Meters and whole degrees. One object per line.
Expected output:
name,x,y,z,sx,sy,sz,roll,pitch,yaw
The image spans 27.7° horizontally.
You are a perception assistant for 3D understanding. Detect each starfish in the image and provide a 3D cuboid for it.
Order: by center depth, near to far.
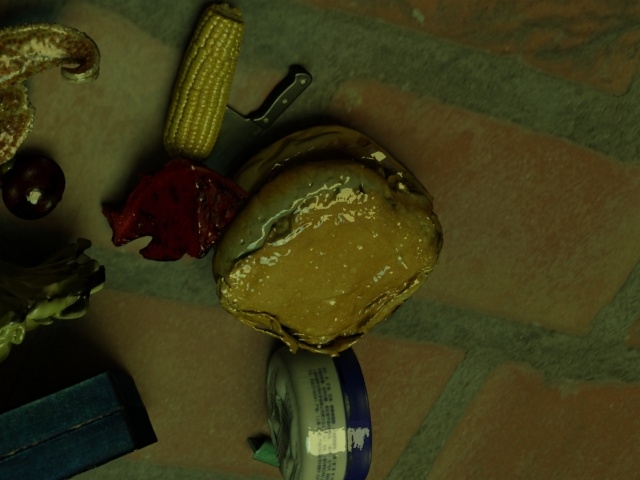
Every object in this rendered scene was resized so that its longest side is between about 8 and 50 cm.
starfish,-0.401,-0.186,1.363,0.303,0.113,0.312,10,137,-33

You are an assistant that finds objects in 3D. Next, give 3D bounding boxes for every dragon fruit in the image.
dragon fruit,-0.178,-0.026,1.580,0.192,0.122,0.092,-19,175,38

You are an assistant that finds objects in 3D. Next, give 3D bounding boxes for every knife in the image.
knife,-0.112,-0.133,1.606,0.245,0.019,0.072,-44,128,15

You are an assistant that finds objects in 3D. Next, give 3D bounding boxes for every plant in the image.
plant,-0.379,0.056,1.509,0.261,0.297,0.306,-18,168,-15

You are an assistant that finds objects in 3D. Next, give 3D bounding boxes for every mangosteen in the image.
mangosteen,-0.340,-0.064,1.523,0.081,0.081,0.081,-11,129,-15

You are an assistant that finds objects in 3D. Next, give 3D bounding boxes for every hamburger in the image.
hamburger,0.000,0.000,1.660,0.319,0.158,0.318,-12,129,-15

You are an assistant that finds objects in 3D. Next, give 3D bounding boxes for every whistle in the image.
whistle,-0.034,0.339,1.982,0.186,0.039,0.039,28,111,-36

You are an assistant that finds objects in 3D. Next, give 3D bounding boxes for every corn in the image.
corn,-0.138,-0.179,1.528,0.067,0.067,0.206,6,121,-26

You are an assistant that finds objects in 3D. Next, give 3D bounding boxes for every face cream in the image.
face cream,-0.008,0.244,1.811,0.111,0.206,0.206,-7,127,-13

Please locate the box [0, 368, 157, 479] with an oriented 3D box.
box,-0.354,0.261,1.646,0.261,0.116,0.279,-23,173,-6
